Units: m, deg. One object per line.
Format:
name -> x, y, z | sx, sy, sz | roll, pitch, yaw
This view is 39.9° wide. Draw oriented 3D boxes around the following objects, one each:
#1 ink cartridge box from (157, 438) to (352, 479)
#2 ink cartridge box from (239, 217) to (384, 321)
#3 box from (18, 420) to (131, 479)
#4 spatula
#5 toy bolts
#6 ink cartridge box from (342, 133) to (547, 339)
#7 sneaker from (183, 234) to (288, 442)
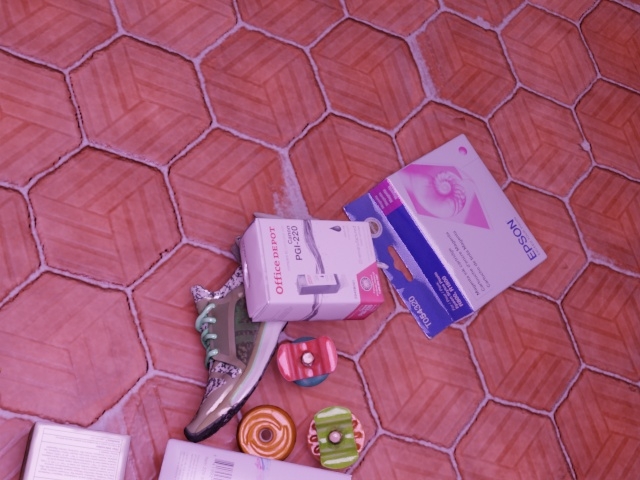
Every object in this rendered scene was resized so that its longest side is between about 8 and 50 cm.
ink cartridge box -> -0.121, 0.464, 1.398 | 0.306, 0.131, 0.226 | 14, 61, -6
ink cartridge box -> -0.017, 0.050, 1.501 | 0.217, 0.092, 0.159 | 0, 65, -23
box -> -0.389, 0.407, 1.343 | 0.148, 0.127, 0.233 | 14, 67, -19
spatula -> 0.000, 0.000, 1.663 | 0.241, 0.168, 0.019 | 13, 104, -21
toy bolts -> -0.038, 0.285, 1.544 | 0.218, 0.158, 0.229 | -6, 78, -1
ink cartridge box -> 0.262, -0.016, 1.814 | 0.330, 0.071, 0.324 | -32, 86, -31
sneaker -> -0.163, 0.157, 1.539 | 0.182, 0.158, 0.410 | 27, 56, -1
